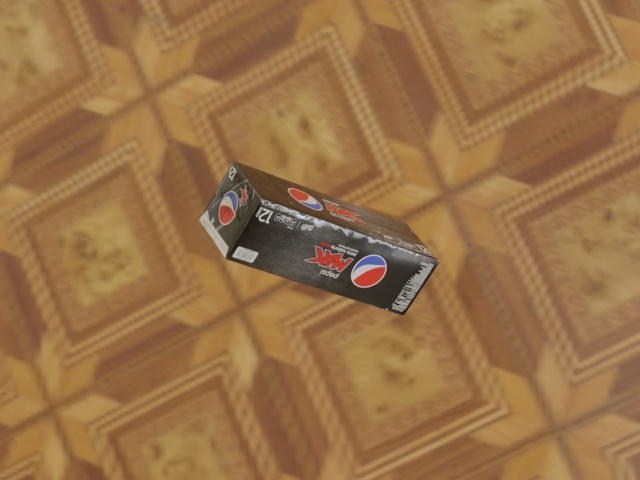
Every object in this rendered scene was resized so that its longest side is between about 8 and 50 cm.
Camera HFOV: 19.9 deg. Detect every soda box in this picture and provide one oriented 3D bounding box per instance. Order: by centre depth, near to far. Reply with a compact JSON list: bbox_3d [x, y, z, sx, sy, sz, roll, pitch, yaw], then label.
[{"bbox_3d":[0.000,0.000,1.321,0.053,0.169,0.060,-59,37,16],"label":"soda box"}]
